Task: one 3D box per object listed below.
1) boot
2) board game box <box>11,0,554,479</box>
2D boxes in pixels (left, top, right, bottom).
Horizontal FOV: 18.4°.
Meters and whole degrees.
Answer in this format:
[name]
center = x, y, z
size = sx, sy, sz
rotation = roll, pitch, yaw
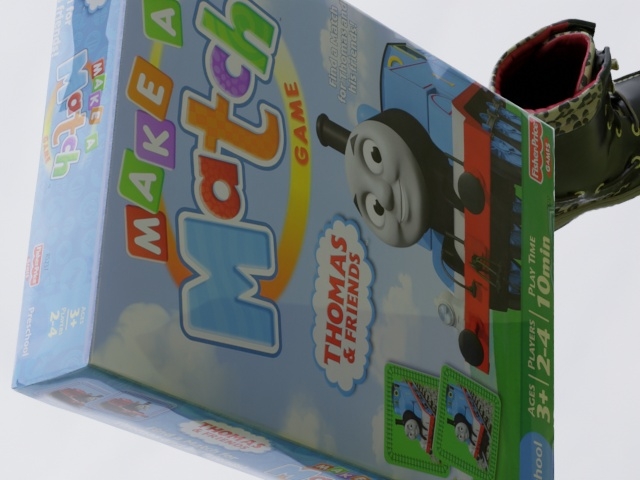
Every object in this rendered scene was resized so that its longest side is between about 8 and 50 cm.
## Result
[boot]
center = 0.203, -0.097, 1.437
size = 0.236, 0.085, 0.178
rotation = -30, -26, -19
[board game box]
center = 0.000, 0.000, 0.637
size = 0.211, 0.039, 0.160
rotation = 25, -122, -41
